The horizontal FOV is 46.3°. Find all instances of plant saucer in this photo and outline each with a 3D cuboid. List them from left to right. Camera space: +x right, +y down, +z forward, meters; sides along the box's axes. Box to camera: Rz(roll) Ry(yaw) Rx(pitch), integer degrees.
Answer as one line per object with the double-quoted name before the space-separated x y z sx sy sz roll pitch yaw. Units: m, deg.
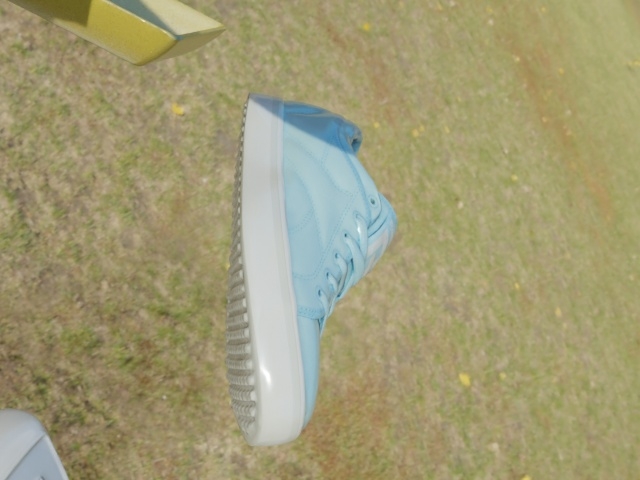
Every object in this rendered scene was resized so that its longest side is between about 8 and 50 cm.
"plant saucer" -0.345 -0.376 1.200 0.333 0.081 0.332 27 20 -3

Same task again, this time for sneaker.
"sneaker" 0.000 0.000 0.634 0.150 0.135 0.365 5 49 -8

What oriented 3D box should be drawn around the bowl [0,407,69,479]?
"bowl" -0.283 0.240 0.690 0.142 0.053 0.141 -61 141 -64
